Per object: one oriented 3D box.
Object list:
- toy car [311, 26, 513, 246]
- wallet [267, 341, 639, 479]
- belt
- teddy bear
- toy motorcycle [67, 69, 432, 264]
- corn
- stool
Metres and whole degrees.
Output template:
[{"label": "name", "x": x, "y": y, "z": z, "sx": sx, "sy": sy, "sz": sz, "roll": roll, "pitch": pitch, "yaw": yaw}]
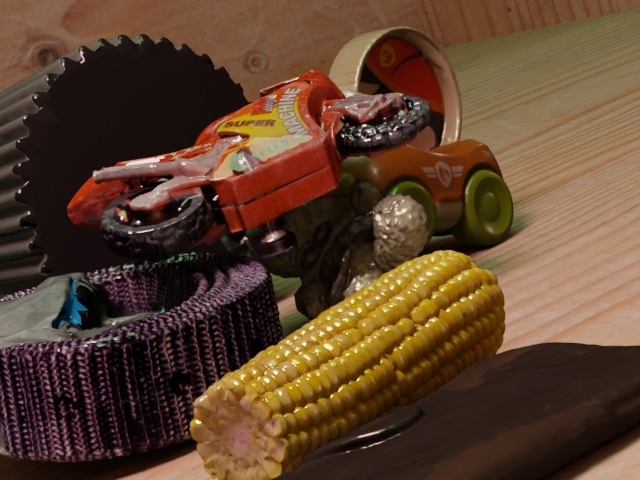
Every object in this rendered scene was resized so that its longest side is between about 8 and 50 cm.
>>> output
[{"label": "toy car", "x": 0.065, "y": -0.093, "z": 1.631, "sx": 0.145, "sy": 0.235, "sz": 0.235, "roll": -8, "pitch": 13, "yaw": 44}, {"label": "wallet", "x": 0.067, "y": 0.124, "z": 0.989, "sx": 0.309, "sy": 0.042, "sz": 0.165, "roll": -24, "pitch": 13, "yaw": -35}, {"label": "belt", "x": -0.158, "y": 0.089, "z": 1.361, "sx": 0.260, "sy": 0.122, "sz": 0.325, "roll": -10, "pitch": 11, "yaw": -2}, {"label": "teddy bear", "x": 0.015, "y": 0.012, "z": 1.496, "sx": 0.213, "sy": 0.111, "sz": 0.133, "roll": 18, "pitch": 71, "yaw": 44}, {"label": "toy motorcycle", "x": -0.055, "y": -0.061, "z": 1.437, "sx": 0.298, "sy": 0.089, "sz": 0.171, "roll": -24, "pitch": 30, "yaw": -17}, {"label": "corn", "x": 0.027, "y": 0.085, "z": 1.123, "sx": 0.244, "sy": 0.093, "sz": 0.093, "roll": -30, "pitch": 15, "yaw": -39}, {"label": "stool", "x": -0.247, "y": -0.026, "z": 1.706, "sx": 0.297, "sy": 0.297, "sz": 0.330, "roll": -25, "pitch": 8, "yaw": -38}]
